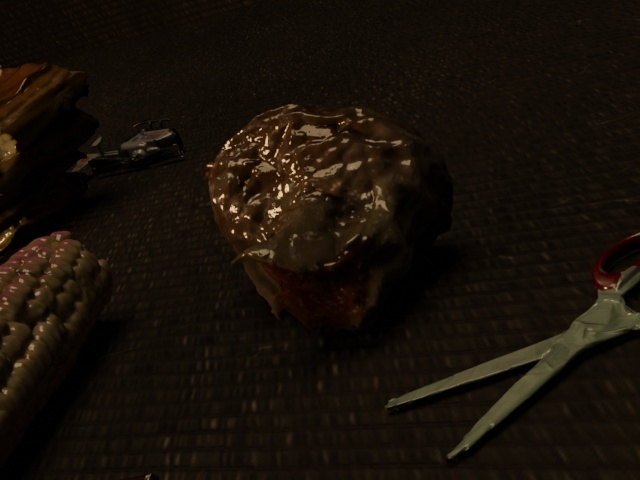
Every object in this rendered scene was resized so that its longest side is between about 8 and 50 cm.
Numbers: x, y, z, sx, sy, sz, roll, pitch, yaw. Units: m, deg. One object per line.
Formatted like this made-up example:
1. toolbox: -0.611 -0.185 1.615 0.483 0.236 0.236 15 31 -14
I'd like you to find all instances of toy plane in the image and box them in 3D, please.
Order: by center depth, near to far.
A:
1. toy plane: -0.278 -0.135 1.448 0.197 0.053 0.078 -6 34 22

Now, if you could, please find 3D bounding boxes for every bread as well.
1. bread: -0.482 -0.069 1.289 0.314 0.191 0.370 3 43 36

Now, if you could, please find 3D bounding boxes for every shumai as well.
1. shumai: 0.000 0.000 0.770 0.206 0.166 0.175 -12 45 23

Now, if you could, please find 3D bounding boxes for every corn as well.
1. corn: -0.263 0.098 0.786 0.127 0.126 0.335 -13 19 19

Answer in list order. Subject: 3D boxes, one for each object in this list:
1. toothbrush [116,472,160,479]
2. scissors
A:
1. toothbrush: -0.267 0.201 0.634 0.364 0.040 0.041 -14 22 15
2. scissors: 0.163 0.063 0.620 0.248 0.017 0.144 -27 22 -14
